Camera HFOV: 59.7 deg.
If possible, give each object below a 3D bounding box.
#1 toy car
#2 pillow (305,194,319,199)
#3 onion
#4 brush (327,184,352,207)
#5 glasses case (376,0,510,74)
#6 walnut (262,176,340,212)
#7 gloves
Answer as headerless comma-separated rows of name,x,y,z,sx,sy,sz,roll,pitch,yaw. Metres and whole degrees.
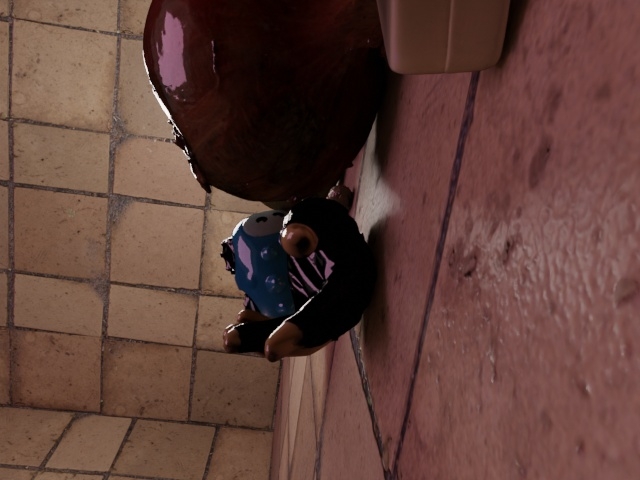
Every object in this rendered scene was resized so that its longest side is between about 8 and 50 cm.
toy car,-0.076,0.050,1.141,0.190,0.188,0.255,-42,67,58
pillow,0.000,0.000,1.023,0.113,0.038,0.203,90,165,-49
onion,-0.064,-0.222,0.762,0.353,0.353,0.354,-173,90,-85
brush,0.027,-0.023,1.084,0.299,0.042,0.039,97,161,-63
glasses case,0.075,-0.246,0.419,0.313,0.070,0.131,-89,-5,-49
walnut,-0.058,-0.194,1.212,0.283,0.227,0.283,23,118,51
gloves,-0.014,0.047,0.663,0.301,0.152,0.197,-45,-37,-55
